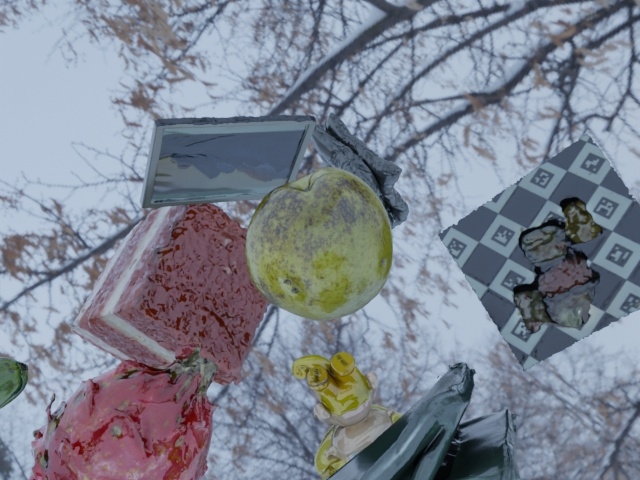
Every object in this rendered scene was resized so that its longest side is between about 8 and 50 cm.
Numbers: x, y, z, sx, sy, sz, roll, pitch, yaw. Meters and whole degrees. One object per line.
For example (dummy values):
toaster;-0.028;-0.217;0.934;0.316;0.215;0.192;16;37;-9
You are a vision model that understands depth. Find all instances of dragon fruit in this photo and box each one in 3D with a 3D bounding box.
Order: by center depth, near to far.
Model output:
dragon fruit;-0.225;0.246;0.905;0.268;0.210;0.205;-46;-59;-4

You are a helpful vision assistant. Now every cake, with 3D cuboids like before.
cake;-0.271;0.109;1.408;0.270;0.319;0.269;40;-126;-26

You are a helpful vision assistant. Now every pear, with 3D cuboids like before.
pear;0.000;0.000;0.962;0.197;0.197;0.197;-27;-42;-27

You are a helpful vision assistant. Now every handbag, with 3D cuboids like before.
handbag;0.035;0.207;0.563;0.260;0.079;0.247;-43;-12;8

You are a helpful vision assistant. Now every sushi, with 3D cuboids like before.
sushi;0.379;0.024;1.178;0.294;0.292;0.059;-33;-31;12

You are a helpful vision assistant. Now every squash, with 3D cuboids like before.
squash;-0.364;0.162;0.690;0.183;0.052;0.052;-24;-42;-16

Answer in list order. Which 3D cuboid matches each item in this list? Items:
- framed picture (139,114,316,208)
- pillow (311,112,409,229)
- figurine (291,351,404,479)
framed picture;-0.151;-0.128;1.197;0.265;0.018;0.192;-6;-36;-25
pillow;0.098;-0.150;1.735;0.101;0.228;0.326;-42;-20;-4
figurine;0.049;0.246;0.940;0.156;0.131;0.246;-27;-60;-12
